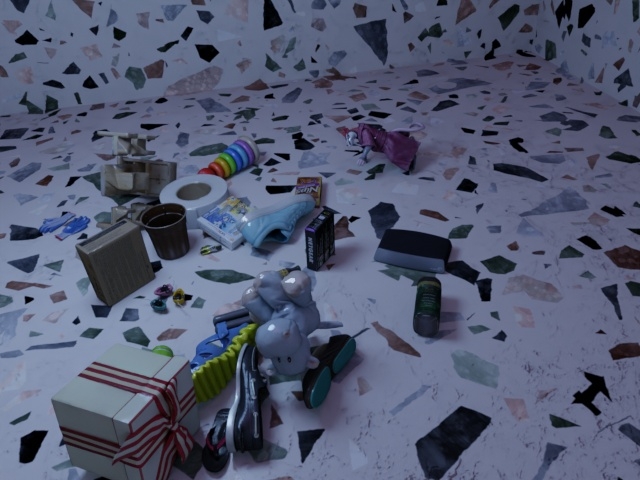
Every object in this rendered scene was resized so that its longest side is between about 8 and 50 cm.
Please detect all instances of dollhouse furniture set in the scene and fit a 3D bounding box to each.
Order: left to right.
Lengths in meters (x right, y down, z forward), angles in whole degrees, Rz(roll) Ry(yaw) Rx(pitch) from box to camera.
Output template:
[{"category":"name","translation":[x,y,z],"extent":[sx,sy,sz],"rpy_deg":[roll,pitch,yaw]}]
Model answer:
[{"category":"dollhouse furniture set","translation":[-0.799,-0.254,2.101],"extent":[0.256,0.362,0.394],"rpy_deg":[6,10,12]}]

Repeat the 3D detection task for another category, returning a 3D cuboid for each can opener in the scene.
[{"category":"can opener","translation":[-0.199,0.223,1.610],"extent":[0.280,0.093,0.074],"rpy_deg":[-17,39,-9]}]

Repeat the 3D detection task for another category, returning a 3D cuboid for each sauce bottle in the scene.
[{"category":"sauce bottle","translation":[-0.129,0.118,1.775],"extent":[0.128,0.042,0.042],"rpy_deg":[-23,40,-21]}]

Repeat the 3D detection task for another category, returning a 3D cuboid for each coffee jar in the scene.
[{"category":"coffee jar","translation":[0.330,0.198,1.577],"extent":[0.079,0.096,0.184],"rpy_deg":[4,38,13]}]

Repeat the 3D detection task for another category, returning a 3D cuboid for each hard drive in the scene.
[{"category":"hard drive","translation":[0.332,0.030,1.837],"extent":[0.254,0.054,0.172],"rpy_deg":[11,39,19]}]

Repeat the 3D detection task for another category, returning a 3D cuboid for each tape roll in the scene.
[{"category":"tape roll","translation":[-0.521,-0.167,2.150],"extent":[0.286,0.100,0.286],"rpy_deg":[-2,36,2]}]

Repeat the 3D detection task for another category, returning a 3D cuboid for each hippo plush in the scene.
[{"category":"hippo plush","translation":[-0.109,0.249,1.390],"extent":[0.234,0.294,0.237],"rpy_deg":[-11,41,22]}]

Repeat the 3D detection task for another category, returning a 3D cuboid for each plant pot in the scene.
[{"category":"plant pot","translation":[-0.566,-0.027,1.912],"extent":[0.166,0.165,0.167],"rpy_deg":[-3,36,2]}]

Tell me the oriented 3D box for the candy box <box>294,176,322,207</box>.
[{"category":"candy box","translation":[-0.051,-0.207,2.198],"extent":[0.109,0.053,0.187],"rpy_deg":[-1,38,4]}]

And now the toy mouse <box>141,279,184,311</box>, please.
[{"category":"toy mouse","translation":[-0.526,0.195,1.721],"extent":[0.143,0.031,0.161],"rpy_deg":[-10,37,-8]}]

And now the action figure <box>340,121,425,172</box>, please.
[{"category":"action figure","translation":[0.269,-0.448,2.293],"extent":[0.370,0.276,0.248],"rpy_deg":[20,16,-12]}]

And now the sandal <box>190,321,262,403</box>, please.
[{"category":"sandal","translation":[-0.301,0.332,1.450],"extent":[0.138,0.126,0.317],"rpy_deg":[16,32,27]}]

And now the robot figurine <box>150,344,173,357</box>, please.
[{"category":"robot figurine","translation":[-0.460,0.351,1.475],"extent":[0.101,0.067,0.115],"rpy_deg":[17,32,-18]}]

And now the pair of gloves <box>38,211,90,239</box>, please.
[{"category":"pair of gloves","translation":[-1.067,-0.067,2.135],"extent":[0.198,0.023,0.159],"rpy_deg":[18,42,26]}]

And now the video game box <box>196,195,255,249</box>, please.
[{"category":"video game box","translation":[-0.348,-0.073,2.017],"extent":[0.187,0.048,0.205],"rpy_deg":[33,48,16]}]

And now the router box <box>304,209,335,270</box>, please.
[{"category":"router box","translation":[0.000,0.000,1.806],"extent":[0.046,0.179,0.133],"rpy_deg":[19,42,25]}]

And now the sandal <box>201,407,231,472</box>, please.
[{"category":"sandal","translation":[-0.257,0.491,1.287],"extent":[0.067,0.040,0.179],"rpy_deg":[-1,37,4]}]

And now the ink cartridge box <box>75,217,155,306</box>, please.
[{"category":"ink cartridge box","translation":[-0.684,0.073,1.730],"extent":[0.088,0.235,0.193],"rpy_deg":[24,44,32]}]

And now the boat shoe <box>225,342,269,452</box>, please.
[{"category":"boat shoe","translation":[-0.178,0.406,1.346],"extent":[0.091,0.114,0.303],"rpy_deg":[-2,48,4]}]

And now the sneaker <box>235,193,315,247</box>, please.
[{"category":"sneaker","translation":[-0.144,-0.062,1.982],"extent":[0.365,0.135,0.150],"rpy_deg":[-25,73,-34]}]

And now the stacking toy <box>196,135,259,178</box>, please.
[{"category":"stacking toy","translation":[-0.435,-0.349,2.378],"extent":[0.141,0.141,0.330],"rpy_deg":[22,51,31]}]

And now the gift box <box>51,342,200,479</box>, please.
[{"category":"gift box","translation":[-0.445,0.434,1.215],"extent":[0.258,0.255,0.276],"rpy_deg":[8,32,18]}]

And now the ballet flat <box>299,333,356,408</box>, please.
[{"category":"ballet flat","translation":[0.003,0.356,1.413],"extent":[0.096,0.095,0.280],"rpy_deg":[5,26,29]}]

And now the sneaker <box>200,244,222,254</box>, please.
[{"category":"sneaker","translation":[-0.414,0.027,1.935],"extent":[0.083,0.031,0.035],"rpy_deg":[-14,37,-13]}]
